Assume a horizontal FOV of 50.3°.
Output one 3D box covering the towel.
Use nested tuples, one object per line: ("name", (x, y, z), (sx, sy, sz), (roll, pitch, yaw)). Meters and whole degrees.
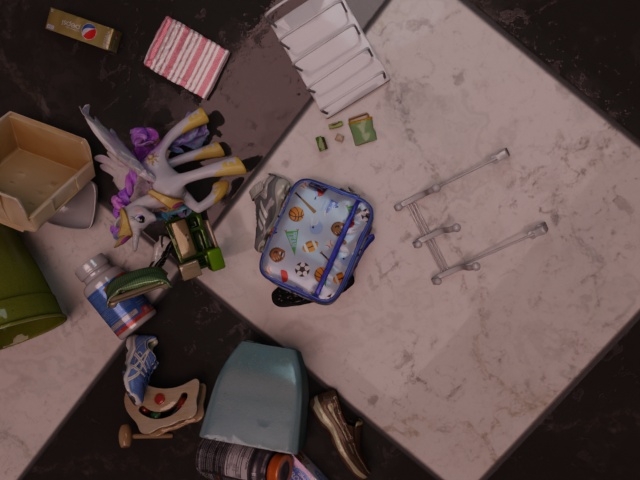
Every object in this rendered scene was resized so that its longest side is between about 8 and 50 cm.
("towel", (-0.349, -0.476, 1.778), (0.197, 0.029, 0.144), (30, 100, 0))

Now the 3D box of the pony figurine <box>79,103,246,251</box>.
("pony figurine", (-0.417, -0.179, 1.702), (0.363, 0.303, 0.351), (-32, 70, -14))

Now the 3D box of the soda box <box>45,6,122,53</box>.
("soda box", (-0.616, -0.548, 1.780), (0.181, 0.061, 0.058), (21, 99, 4))

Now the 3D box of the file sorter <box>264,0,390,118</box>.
("file sorter", (0.017, -0.467, 1.660), (0.192, 0.173, 0.278), (-30, 94, 10))

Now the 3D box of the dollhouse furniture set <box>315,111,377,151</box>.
("dollhouse furniture set", (0.065, -0.272, 1.738), (0.151, 0.058, 0.076), (-16, 96, 9))

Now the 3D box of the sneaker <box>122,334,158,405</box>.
("sneaker", (-0.483, 0.341, 1.835), (0.081, 0.080, 0.211), (-9, 54, -1))

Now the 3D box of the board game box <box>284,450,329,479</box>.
("board game box", (-0.079, 0.787, 1.898), (0.318, 0.066, 0.319), (-44, 90, 10))

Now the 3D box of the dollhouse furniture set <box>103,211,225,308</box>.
("dollhouse furniture set", (-0.416, 0.041, 1.718), (0.301, 0.197, 0.151), (-20, 98, -16))

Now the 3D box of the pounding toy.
("pounding toy", (-0.441, 0.462, 1.897), (0.269, 0.155, 0.154), (-20, 67, 0))

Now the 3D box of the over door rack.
("over door rack", (0.377, -0.058, 1.707), (0.324, 0.108, 0.240), (-27, 95, 9))

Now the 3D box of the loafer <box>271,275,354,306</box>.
("loafer", (-0.018, 0.132, 1.792), (0.223, 0.078, 0.076), (-17, 65, 3))

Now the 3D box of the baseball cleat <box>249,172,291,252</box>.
("baseball cleat", (-0.149, -0.076, 1.796), (0.109, 0.072, 0.206), (25, 96, 17))

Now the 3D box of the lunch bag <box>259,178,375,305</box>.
("lunch bag", (0.000, 0.000, 1.721), (0.243, 0.115, 0.304), (23, 81, 9))

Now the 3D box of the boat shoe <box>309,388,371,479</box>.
("boat shoe", (0.075, 0.517, 1.831), (0.095, 0.095, 0.258), (-33, 93, 4))

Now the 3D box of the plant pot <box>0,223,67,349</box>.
("plant pot", (-0.906, 0.102, 1.786), (0.366, 0.366, 0.353), (-23, 83, 9))

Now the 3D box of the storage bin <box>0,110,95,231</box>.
("storage bin", (-0.757, -0.174, 1.723), (0.260, 0.262, 0.123), (20, 137, 13))

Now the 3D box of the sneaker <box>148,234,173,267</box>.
("sneaker", (-0.440, 0.035, 1.857), (0.043, 0.040, 0.109), (34, 97, 18))

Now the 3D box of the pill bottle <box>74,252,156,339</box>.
("pill bottle", (-0.557, 0.147, 1.838), (0.124, 0.124, 0.222), (-38, 93, 10))

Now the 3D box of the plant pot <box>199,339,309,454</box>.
("plant pot", (-0.146, 0.396, 1.771), (0.246, 0.248, 0.253), (9, 80, 6))

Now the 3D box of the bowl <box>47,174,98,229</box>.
("bowl", (-0.670, -0.105, 1.853), (0.142, 0.053, 0.142), (10, 99, 6))

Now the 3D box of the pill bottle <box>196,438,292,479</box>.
("pill bottle", (-0.199, 0.594, 1.819), (0.245, 0.130, 0.131), (4, 99, 26))
